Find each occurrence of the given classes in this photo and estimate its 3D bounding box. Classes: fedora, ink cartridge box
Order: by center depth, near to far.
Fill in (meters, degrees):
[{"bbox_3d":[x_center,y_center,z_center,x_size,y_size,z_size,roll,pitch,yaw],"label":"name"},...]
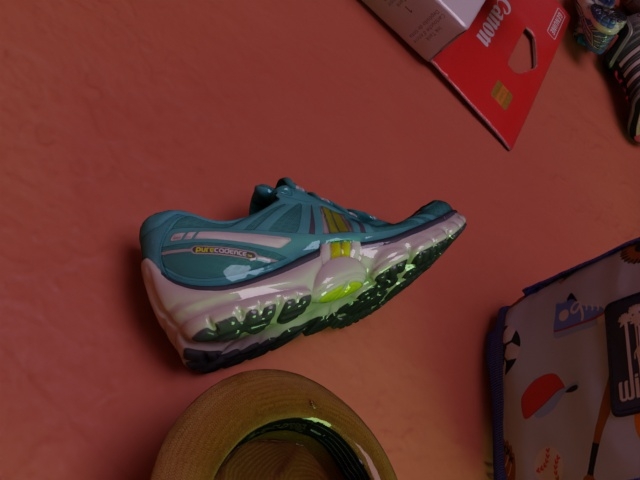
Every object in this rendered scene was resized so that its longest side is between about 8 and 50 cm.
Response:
[{"bbox_3d":[-0.032,0.171,0.509,0.194,0.079,0.194,25,48,-31],"label":"fedora"},{"bbox_3d":[0.173,-0.279,0.935,0.261,0.066,0.296,42,47,-11],"label":"ink cartridge box"}]

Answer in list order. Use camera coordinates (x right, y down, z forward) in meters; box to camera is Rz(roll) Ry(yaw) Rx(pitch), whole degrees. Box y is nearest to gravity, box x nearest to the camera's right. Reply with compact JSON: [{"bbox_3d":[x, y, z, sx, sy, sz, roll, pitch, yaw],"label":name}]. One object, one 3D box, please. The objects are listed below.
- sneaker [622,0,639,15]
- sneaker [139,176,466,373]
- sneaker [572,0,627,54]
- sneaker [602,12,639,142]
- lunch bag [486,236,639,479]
[{"bbox_3d":[0.443,-0.383,1.208,0.071,0.066,0.188,27,51,-24],"label":"sneaker"},{"bbox_3d":[0.000,0.000,0.620,0.275,0.107,0.110,-12,65,-42],"label":"sneaker"},{"bbox_3d":[0.328,-0.266,1.067,0.052,0.058,0.135,17,31,-2],"label":"sneaker"},{"bbox_3d":[0.380,-0.200,1.064,0.063,0.075,0.170,14,80,-50],"label":"sneaker"},{"bbox_3d":[0.315,0.168,0.621,0.239,0.328,0.385,-10,74,-43],"label":"lunch bag"}]
